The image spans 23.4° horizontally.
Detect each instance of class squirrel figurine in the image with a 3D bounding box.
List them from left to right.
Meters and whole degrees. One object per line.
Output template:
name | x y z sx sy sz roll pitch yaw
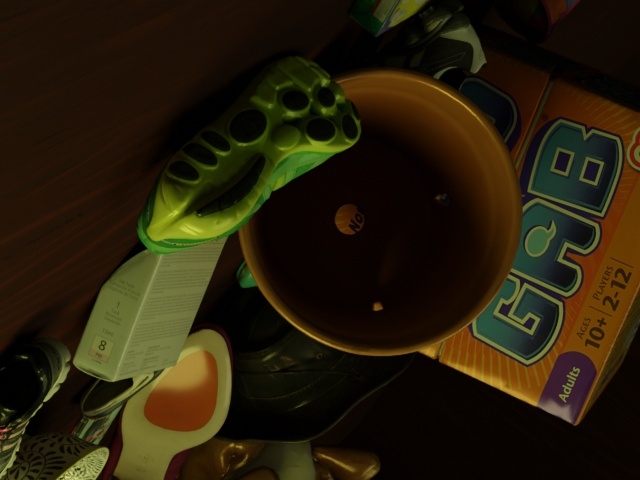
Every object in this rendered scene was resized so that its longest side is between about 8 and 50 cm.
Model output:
squirrel figurine | -0.149 0.471 2.352 0.397 0.281 0.371 -24 -137 41

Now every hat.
hat | -0.039 0.114 2.019 0.331 0.331 0.134 -43 125 -30

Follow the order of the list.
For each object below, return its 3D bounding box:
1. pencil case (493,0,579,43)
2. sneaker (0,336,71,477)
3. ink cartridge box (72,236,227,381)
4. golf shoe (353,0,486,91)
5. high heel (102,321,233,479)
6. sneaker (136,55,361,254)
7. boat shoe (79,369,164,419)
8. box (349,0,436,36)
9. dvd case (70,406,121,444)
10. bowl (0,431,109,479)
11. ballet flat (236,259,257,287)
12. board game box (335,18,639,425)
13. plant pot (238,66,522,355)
pencil case | 0.328 -0.355 2.039 0.236 0.104 0.104 -41 167 -31
sneaker | -0.296 0.160 1.411 0.170 0.063 0.075 -54 170 -2
ink cartridge box | -0.158 0.025 1.583 0.189 0.066 0.232 -1 110 -76
golf shoe | 0.098 -0.178 1.655 0.077 0.094 0.198 -39 -175 -36
high heel | -0.202 0.215 1.989 0.377 0.127 0.181 -60 -166 30
sneaker | -0.071 -0.081 1.428 0.123 0.109 0.295 -33 -177 44
boat shoe | -0.217 0.149 1.736 0.137 0.049 0.043 -43 167 -6
box | 0.109 -0.279 1.559 0.179 0.043 0.105 -40 167 -48
dvd case | -0.281 0.234 1.865 0.119 0.013 0.087 -54 168 31
bowl | -0.311 0.257 1.638 0.170 0.080 0.170 -47 170 -11
ballet flat | 0.000 0.000 1.978 0.247 0.087 0.083 -41 166 -35
board game box | 0.252 -0.041 1.899 0.356 0.356 0.356 -69 165 13
plant pot | 0.046 -0.026 1.638 0.291 0.291 0.203 -47 -174 -8
